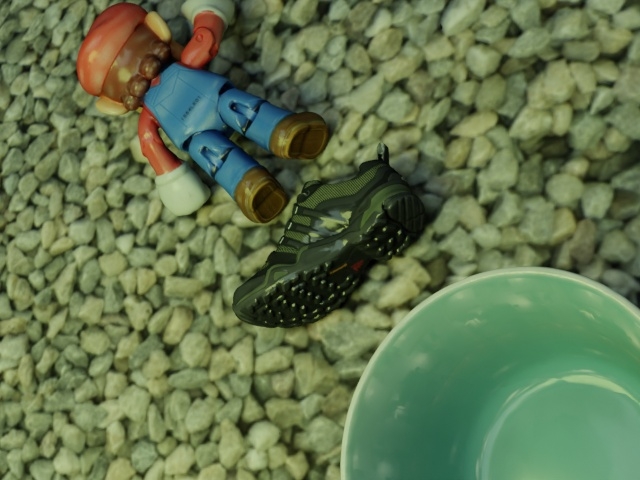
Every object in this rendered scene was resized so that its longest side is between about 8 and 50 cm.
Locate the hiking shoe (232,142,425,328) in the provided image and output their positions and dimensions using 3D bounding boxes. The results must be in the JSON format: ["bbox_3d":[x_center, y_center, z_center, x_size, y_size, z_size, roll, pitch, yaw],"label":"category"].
[{"bbox_3d":[0.000,0.000,1.333,0.227,0.086,0.114,-35,46,13],"label":"hiking shoe"}]

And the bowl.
[{"bbox_3d":[0.188,0.189,1.094,0.311,0.163,0.311,-10,71,29],"label":"bowl"}]

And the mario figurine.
[{"bbox_3d":[-0.134,-0.156,1.457,0.320,0.170,0.198,38,61,24],"label":"mario figurine"}]
